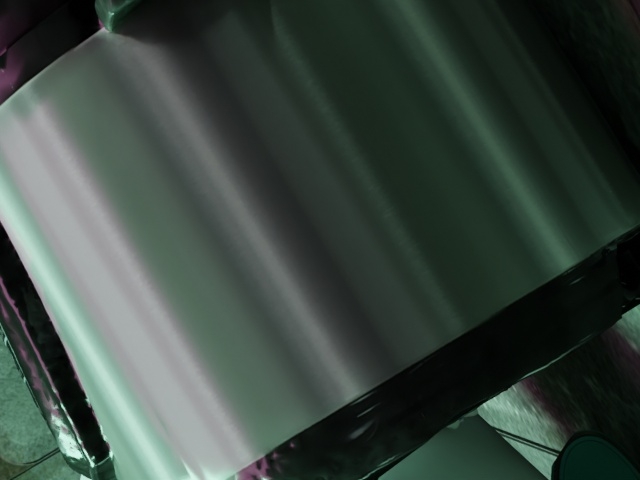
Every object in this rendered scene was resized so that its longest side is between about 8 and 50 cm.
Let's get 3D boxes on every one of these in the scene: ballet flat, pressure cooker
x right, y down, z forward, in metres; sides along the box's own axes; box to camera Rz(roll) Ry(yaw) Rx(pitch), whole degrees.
[{"bbox_3d":[0.256,0.264,1.490,0.247,0.083,0.087,60,-175,9],"label":"ballet flat"},{"bbox_3d":[-0.035,-0.063,1.144,0.370,0.375,0.420,-34,85,44],"label":"pressure cooker"}]

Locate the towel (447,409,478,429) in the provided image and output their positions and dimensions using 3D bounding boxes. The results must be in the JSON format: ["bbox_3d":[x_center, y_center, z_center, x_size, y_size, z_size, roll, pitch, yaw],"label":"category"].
[{"bbox_3d":[0.000,0.000,1.381,0.034,0.209,0.285,128,141,-55],"label":"towel"}]

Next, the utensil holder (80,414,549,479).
[{"bbox_3d":[0.034,0.262,1.431,0.385,0.327,0.328,45,163,42],"label":"utensil holder"}]
